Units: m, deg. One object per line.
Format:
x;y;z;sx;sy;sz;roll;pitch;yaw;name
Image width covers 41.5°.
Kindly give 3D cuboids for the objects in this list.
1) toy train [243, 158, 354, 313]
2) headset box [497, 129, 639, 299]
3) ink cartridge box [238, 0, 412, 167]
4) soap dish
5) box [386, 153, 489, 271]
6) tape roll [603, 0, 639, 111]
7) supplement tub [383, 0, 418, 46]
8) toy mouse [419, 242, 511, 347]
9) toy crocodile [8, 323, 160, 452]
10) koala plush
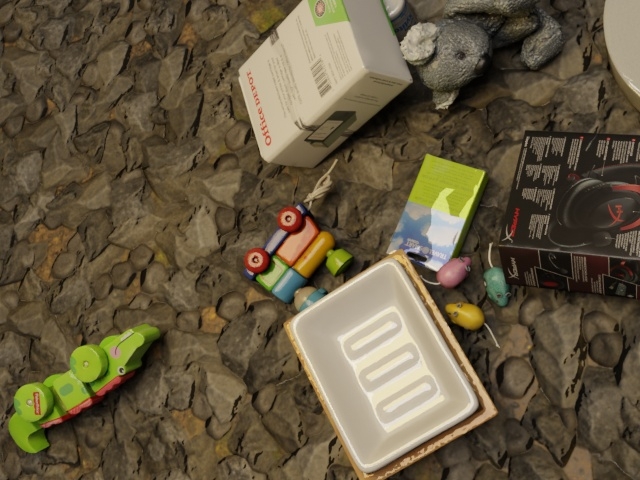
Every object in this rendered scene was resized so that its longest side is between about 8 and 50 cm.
0.000;0.000;1.402;0.143;0.105;0.248;40;92;16;toy train
0.421;-0.037;1.196;0.293;0.110;0.218;5;58;23;headset box
-0.001;-0.275;1.409;0.273;0.115;0.198;-37;61;41;ink cartridge box
0.104;0.194;1.288;0.229;0.118;0.291;-33;66;11;soap dish
0.189;-0.041;1.362;0.109;0.042;0.178;20;84;26;box
0.625;-0.331;1.251;0.392;0.072;0.392;-6;73;20;tape roll
0.124;-0.386;1.453;0.071;0.107;0.071;-6;73;21;supplement tub
0.238;0.063;1.295;0.161;0.031;0.143;29;80;4;toy mouse
-0.420;0.256;1.491;0.340;0.115;0.105;-35;84;12;toy crocodile
0.235;-0.326;1.352;0.221;0.196;0.203;-48;53;1;koala plush
